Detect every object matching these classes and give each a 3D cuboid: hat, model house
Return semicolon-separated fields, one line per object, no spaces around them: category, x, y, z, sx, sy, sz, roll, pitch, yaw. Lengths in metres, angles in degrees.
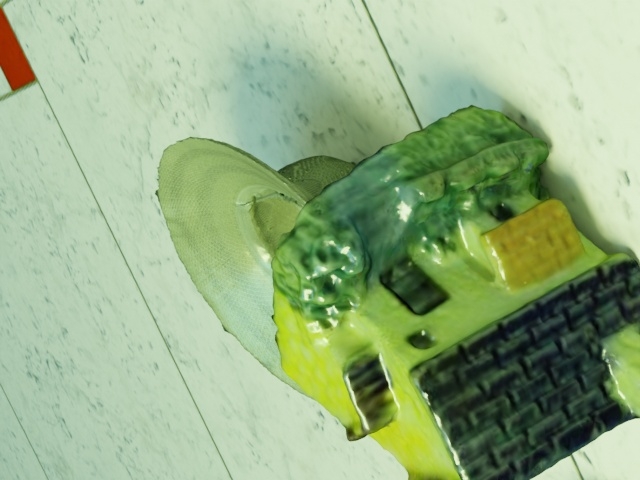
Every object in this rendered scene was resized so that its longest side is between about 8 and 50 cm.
hat;0.000;0.000;1.355;0.252;0.110;0.252;37;151;24
model house;0.103;0.056;1.128;0.211;0.194;0.170;42;146;36
